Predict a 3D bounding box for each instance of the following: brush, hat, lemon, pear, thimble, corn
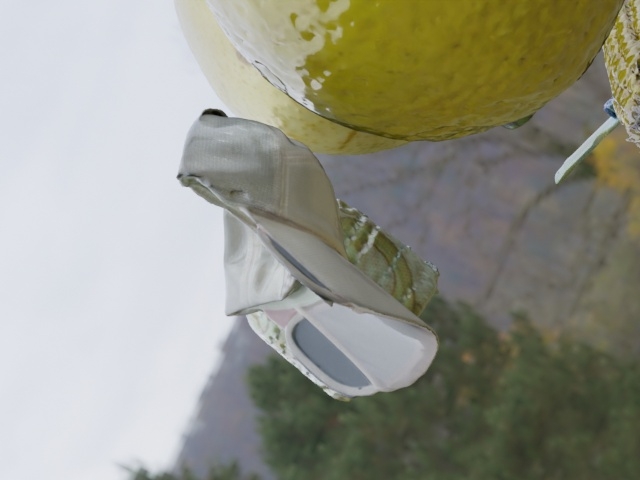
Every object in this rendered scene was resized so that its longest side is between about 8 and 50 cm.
[{"bbox_3d":[0.321,-0.133,2.180,0.178,0.030,0.033,-46,19,27],"label":"brush"},{"bbox_3d":[0.000,0.000,1.471,0.219,0.226,0.164,79,-150,-62],"label":"hat"},{"bbox_3d":[0.053,-0.183,1.106,0.267,0.267,0.267,24,-90,-85],"label":"lemon"},{"bbox_3d":[0.014,-0.228,1.742,0.309,0.309,0.309,24,-90,-85],"label":"pear"},{"bbox_3d":[0.027,0.055,1.961,0.190,0.143,0.137,-50,0,-27],"label":"thimble"},{"bbox_3d":[0.281,-0.175,1.575,0.318,0.115,0.115,-91,17,-51],"label":"corn"}]

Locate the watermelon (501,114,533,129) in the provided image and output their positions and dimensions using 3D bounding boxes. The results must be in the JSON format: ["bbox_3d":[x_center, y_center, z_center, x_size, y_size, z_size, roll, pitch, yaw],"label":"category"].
[{"bbox_3d":[0.220,-0.192,2.039,0.119,0.063,0.245,-64,1,-36],"label":"watermelon"}]
